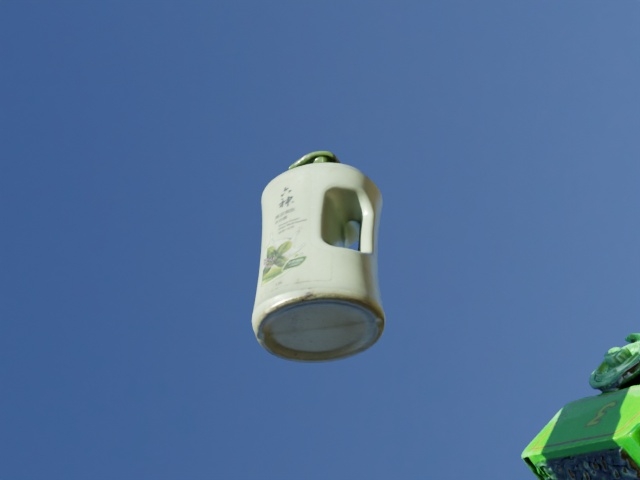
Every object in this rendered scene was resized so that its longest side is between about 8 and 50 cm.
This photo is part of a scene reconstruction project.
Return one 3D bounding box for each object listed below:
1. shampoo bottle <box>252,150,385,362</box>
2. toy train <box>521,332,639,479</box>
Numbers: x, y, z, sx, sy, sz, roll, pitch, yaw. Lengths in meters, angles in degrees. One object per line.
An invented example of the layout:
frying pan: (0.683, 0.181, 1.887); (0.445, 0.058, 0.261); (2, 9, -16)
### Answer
shampoo bottle: (0.000, 0.000, 1.720); (0.234, 0.118, 0.087); (-89, -14, -47)
toy train: (0.321, 0.181, 1.796); (0.188, 0.243, 0.132); (-44, -80, -31)
